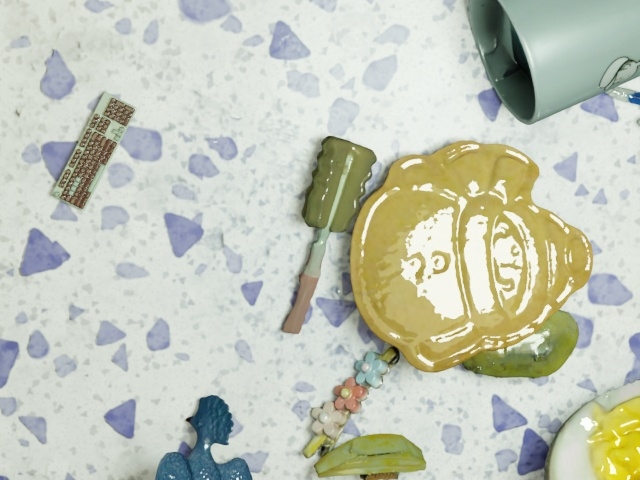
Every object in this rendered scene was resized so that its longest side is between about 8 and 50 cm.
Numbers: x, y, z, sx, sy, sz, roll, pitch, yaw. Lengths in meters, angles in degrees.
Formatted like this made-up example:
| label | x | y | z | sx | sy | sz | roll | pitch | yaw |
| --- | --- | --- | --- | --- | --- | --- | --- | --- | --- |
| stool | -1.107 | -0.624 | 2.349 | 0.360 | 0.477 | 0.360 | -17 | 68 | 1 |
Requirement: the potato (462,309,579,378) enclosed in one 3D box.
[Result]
| label | x | y | z | sx | sy | sz | roll | pitch | yaw |
| --- | --- | --- | --- | --- | --- | --- | --- | --- | --- |
| potato | 0.294 | 0.157 | 1.513 | 0.188 | 0.085 | 0.105 | -4 | 95 | -1 |

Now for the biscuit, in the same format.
| label | x | y | z | sx | sy | sz | roll | pitch | yaw |
| --- | --- | --- | --- | --- | --- | --- | --- | --- | --- |
| biscuit | 0.210 | 0.015 | 1.455 | 0.351 | 0.057 | 0.312 | -17 | 89 | -4 |

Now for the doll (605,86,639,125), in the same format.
| label | x | y | z | sx | sy | sz | roll | pitch | yaw |
| --- | --- | --- | --- | --- | --- | --- | --- | --- | --- |
| doll | 0.538 | -0.191 | 1.493 | 0.227 | 0.057 | 0.114 | 38 | 90 | -10 |

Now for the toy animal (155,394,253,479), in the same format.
| label | x | y | z | sx | sy | sz | roll | pitch | yaw |
| --- | --- | --- | --- | --- | --- | --- | --- | --- | --- |
| toy animal | -0.173 | 0.365 | 1.459 | 0.176 | 0.239 | 0.255 | -40 | 59 | 28 |

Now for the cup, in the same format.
| label | x | y | z | sx | sy | sz | roll | pitch | yaw |
| --- | --- | --- | --- | --- | --- | --- | --- | --- | --- |
| cup | 0.381 | -0.309 | 1.374 | 0.312 | 0.205 | 0.205 | -23 | 102 | -3 |

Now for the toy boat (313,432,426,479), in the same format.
| label | x | y | z | sx | sy | sz | roll | pitch | yaw |
| --- | --- | --- | --- | --- | --- | --- | --- | --- | --- |
| toy boat | 0.077 | 0.334 | 1.525 | 0.172 | 0.065 | 0.066 | 0 | 118 | -16 |

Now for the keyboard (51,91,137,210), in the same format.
| label | x | y | z | sx | sy | sz | roll | pitch | yaw |
| --- | --- | --- | --- | --- | --- | --- | --- | --- | --- |
| keyboard | -0.320 | -0.125 | 1.418 | 0.055 | 0.017 | 0.166 | 28 | 96 | -11 |

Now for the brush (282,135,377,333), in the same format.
| label | x | y | z | sx | sy | sz | roll | pitch | yaw |
| --- | --- | --- | --- | --- | --- | --- | --- | --- | --- |
| brush | 0.000 | 0.000 | 1.460 | 0.084 | 0.071 | 0.301 | 15 | 104 | -13 |

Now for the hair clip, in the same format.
| label | x | y | z | sx | sy | sz | roll | pitch | yaw |
| --- | --- | --- | --- | --- | --- | --- | --- | --- | --- |
| hair clip | 0.040 | 0.241 | 1.513 | 0.056 | 0.062 | 0.214 | 24 | 104 | -41 |

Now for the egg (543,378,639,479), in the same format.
| label | x | y | z | sx | sy | sz | roll | pitch | yaw |
| --- | --- | --- | --- | --- | --- | --- | --- | --- | --- |
| egg | 0.522 | 0.427 | 1.475 | 0.354 | 0.354 | 0.340 | -25 | 128 | -2 |
